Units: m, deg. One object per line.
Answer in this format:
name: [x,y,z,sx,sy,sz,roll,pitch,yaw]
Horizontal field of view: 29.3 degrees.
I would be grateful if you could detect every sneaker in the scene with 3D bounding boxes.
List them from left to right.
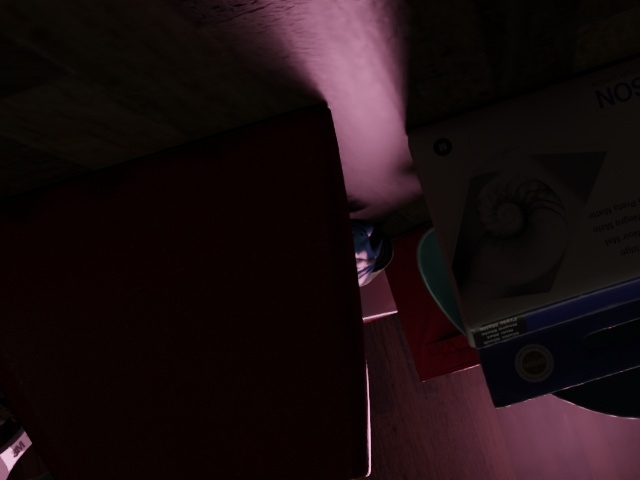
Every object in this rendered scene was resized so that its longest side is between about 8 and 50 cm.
sneaker: [0.000,0.000,1.219,0.082,0.069,0.209,-52,154,10]

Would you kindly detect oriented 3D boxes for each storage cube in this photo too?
storage cube: [0.223,0.058,1.605,0.215,0.193,0.183,-13,171,-38]

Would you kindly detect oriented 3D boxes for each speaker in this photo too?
speaker: [0.051,0.022,1.473,0.055,0.055,0.136,-16,173,-8]

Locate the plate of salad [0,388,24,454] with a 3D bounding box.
plate of salad: [-0.471,0.238,1.644,0.199,0.048,0.200,-16,-147,11]

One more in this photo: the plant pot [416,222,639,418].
plant pot: [0.271,0.012,1.227,0.195,0.290,0.290,-52,-173,-22]

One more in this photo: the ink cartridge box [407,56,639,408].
ink cartridge box: [0.201,-0.010,0.922,0.223,0.224,0.045,-18,173,5]

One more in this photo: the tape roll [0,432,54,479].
tape roll: [-0.344,0.267,1.636,0.321,0.077,0.321,-21,-152,11]

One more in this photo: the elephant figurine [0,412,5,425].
elephant figurine: [-0.490,0.227,1.521,0.169,0.186,0.239,-60,-177,1]

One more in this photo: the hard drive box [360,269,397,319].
hard drive box: [-0.037,0.093,1.675,0.181,0.089,0.232,-22,171,40]

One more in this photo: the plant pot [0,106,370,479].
plant pot: [-0.084,0.079,0.878,0.267,0.236,0.267,-17,172,-1]
